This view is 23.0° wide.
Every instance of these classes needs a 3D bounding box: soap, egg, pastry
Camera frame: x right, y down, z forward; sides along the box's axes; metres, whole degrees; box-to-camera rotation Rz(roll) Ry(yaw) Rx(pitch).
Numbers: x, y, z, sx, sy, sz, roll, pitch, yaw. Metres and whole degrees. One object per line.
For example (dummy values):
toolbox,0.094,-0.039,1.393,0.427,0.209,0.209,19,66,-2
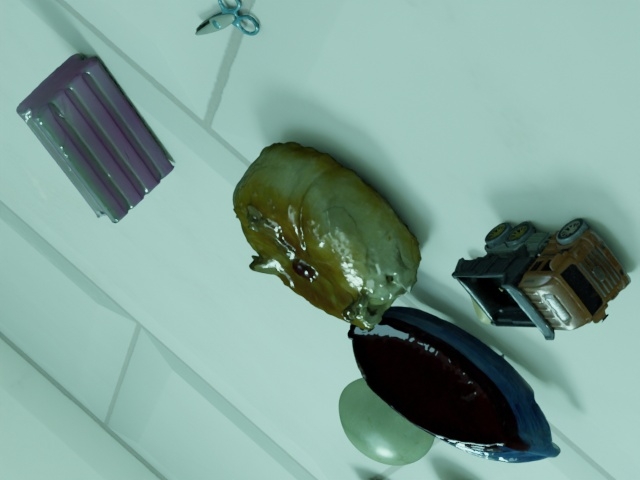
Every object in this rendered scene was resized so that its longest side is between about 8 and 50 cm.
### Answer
soap,-0.298,-0.135,2.096,0.065,0.122,0.203,17,147,51
egg,0.089,0.246,2.167,0.152,0.114,0.114,29,156,34
pastry,-0.001,-0.003,1.823,0.236,0.121,0.257,42,161,1

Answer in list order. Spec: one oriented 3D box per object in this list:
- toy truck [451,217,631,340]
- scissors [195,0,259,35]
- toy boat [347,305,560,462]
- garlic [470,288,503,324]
toy truck,0.213,0.039,1.563,0.083,0.092,0.192,50,158,-18
scissors,-0.107,-0.236,1.702,0.058,0.014,0.119,49,155,-16
toy boat,0.158,0.171,1.903,0.309,0.129,0.142,34,-165,23
garlic,0.184,0.059,1.736,0.083,0.041,0.053,60,167,-21
